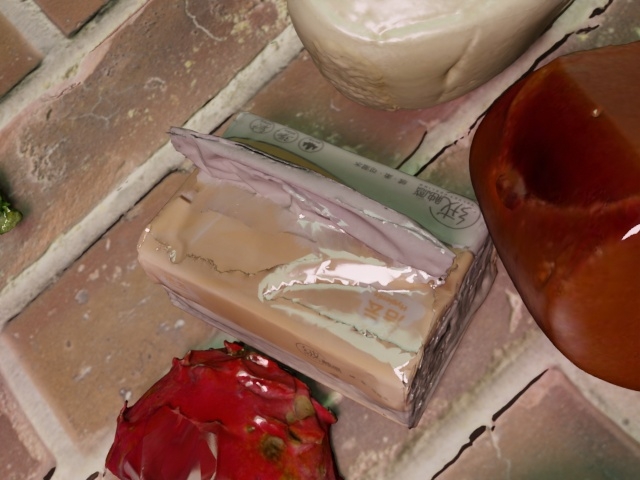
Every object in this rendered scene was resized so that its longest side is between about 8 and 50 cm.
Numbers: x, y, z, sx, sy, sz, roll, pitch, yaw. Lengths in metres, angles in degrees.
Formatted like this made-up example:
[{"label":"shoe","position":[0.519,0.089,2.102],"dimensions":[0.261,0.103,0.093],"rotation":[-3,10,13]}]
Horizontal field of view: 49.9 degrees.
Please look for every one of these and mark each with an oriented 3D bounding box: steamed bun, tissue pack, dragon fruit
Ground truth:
[{"label":"steamed bun","position":[0.321,-0.015,0.551],"dimensions":[0.379,0.248,0.235],"rotation":[-8,44,-4]},{"label":"tissue pack","position":[0.000,0.000,0.670],"dimensions":[0.305,0.238,0.239],"rotation":[25,79,21]},{"label":"steamed bun","position":[0.123,-0.262,0.720],"dimensions":[0.272,0.290,0.273],"rotation":[29,98,17]},{"label":"dragon fruit","position":[-0.098,0.198,0.691],"dimensions":[0.261,0.189,0.163],"rotation":[13,105,15]}]

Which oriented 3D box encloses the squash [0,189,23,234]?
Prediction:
[{"label":"squash","position":[-0.552,-0.100,0.940],"dimensions":[0.378,0.101,0.101],"rotation":[27,79,21]}]
